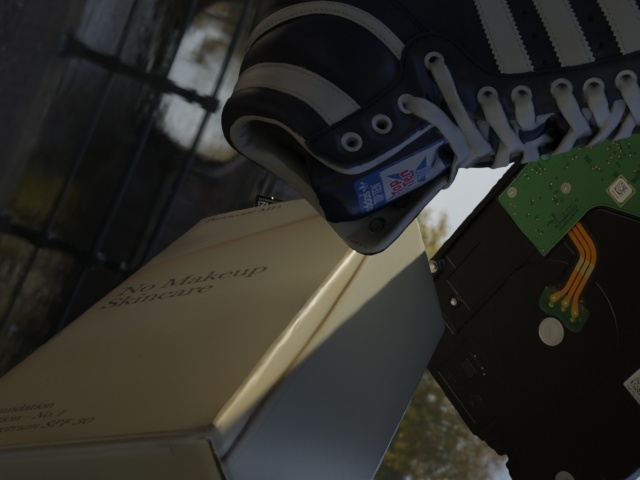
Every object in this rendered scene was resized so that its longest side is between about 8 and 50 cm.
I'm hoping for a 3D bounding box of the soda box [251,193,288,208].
[{"bbox_3d":[0.000,0.000,1.161,0.053,0.169,0.060,117,-18,-62],"label":"soda box"}]

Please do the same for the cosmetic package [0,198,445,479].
[{"bbox_3d":[-0.048,0.076,0.545,0.309,0.160,0.113,-51,128,-63],"label":"cosmetic package"}]

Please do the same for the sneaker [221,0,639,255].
[{"bbox_3d":[0.091,-0.062,0.439,0.099,0.282,0.153,65,43,-59],"label":"sneaker"}]

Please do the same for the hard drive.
[{"bbox_3d":[0.220,0.033,0.757,0.064,0.237,0.339,-6,142,-46],"label":"hard drive"}]
